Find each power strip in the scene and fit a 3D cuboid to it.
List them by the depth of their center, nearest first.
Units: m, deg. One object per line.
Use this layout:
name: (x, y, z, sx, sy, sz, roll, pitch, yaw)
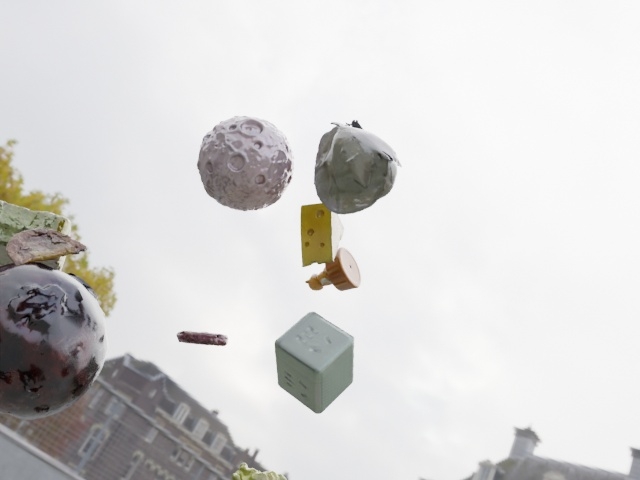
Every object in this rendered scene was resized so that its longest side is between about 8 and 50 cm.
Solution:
power strip: (-0.011, 0.302, 1.683, 0.140, 0.139, 0.224, 29, -40, 28)

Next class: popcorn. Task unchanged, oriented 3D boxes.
popcorn: (-0.139, 0.562, 1.543, 0.173, 0.173, 0.142, 38, -10, -15)

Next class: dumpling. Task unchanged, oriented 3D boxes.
dumpling: (0.095, -0.182, 1.832, 0.293, 0.163, 0.204, 42, -52, 42)

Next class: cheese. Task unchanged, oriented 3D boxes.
cheese: (0.000, 0.000, 1.924, 0.093, 0.171, 0.126, -9, -41, 15)

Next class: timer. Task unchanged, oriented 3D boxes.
timer: (0.027, 0.107, 2.161, 0.152, 0.132, 0.132, -25, -55, 22)

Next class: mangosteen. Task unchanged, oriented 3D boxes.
mangosteen: (-0.709, 0.239, 1.763, 0.381, 0.381, 0.421, 35, -19, -10)

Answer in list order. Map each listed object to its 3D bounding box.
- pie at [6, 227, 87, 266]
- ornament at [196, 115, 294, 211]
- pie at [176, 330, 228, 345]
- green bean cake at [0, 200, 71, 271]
pie: (-0.599, 0.011, 1.548, 0.088, 0.191, 0.033, 51, -62, 13)
ornament: (-0.196, -0.209, 1.897, 0.259, 0.259, 0.225, 25, -46, 8)
pie: (-0.333, 0.276, 2.029, 0.154, 0.038, 0.153, 4, -11, 1)
green bean cake: (-0.778, -0.014, 1.873, 0.236, 0.124, 0.233, 15, -30, -12)
